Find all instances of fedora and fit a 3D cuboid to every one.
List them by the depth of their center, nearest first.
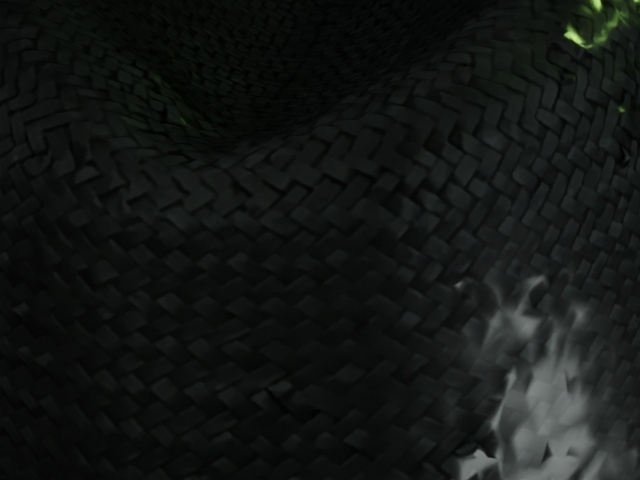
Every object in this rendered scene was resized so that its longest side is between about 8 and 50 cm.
[{"bbox_3d":[0.000,0.000,0.437,0.334,0.334,0.152,-56,149,-63],"label":"fedora"}]
